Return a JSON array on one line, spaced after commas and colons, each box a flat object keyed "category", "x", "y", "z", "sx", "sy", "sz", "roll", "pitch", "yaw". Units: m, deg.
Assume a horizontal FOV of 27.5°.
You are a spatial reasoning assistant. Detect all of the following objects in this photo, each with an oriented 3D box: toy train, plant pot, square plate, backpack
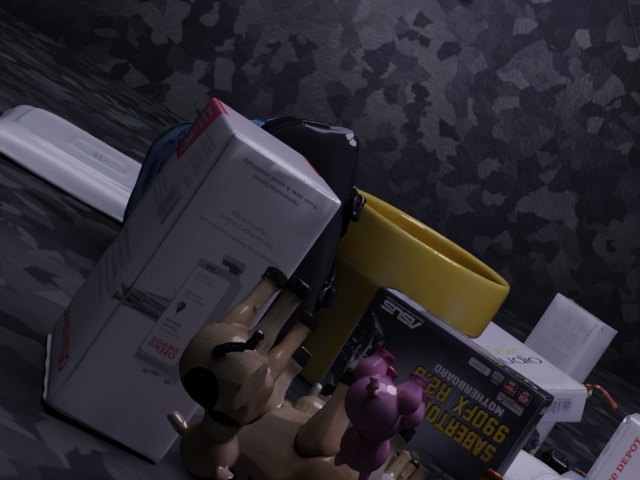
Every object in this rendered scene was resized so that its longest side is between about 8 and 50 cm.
[{"category": "toy train", "x": 0.410, "y": 0.374, "z": 2.023, "sx": 0.158, "sy": 0.027, "sz": 0.036, "roll": 33, "pitch": 11, "yaw": 15}, {"category": "plant pot", "x": 0.081, "y": 0.093, "z": 1.725, "sx": 0.254, "sy": 0.239, "sz": 0.254, "roll": 32, "pitch": 8, "yaw": -5}, {"category": "square plate", "x": -0.355, "y": -0.113, "z": 2.052, "sx": 0.344, "sy": 0.049, "sz": 0.347, "roll": 30, "pitch": 8, "yaw": -9}, {"category": "backpack", "x": -0.111, "y": -0.031, "z": 1.690, "sx": 0.273, "sy": 0.290, "sz": 0.355, "roll": 16, "pitch": 3, "yaw": -8}]

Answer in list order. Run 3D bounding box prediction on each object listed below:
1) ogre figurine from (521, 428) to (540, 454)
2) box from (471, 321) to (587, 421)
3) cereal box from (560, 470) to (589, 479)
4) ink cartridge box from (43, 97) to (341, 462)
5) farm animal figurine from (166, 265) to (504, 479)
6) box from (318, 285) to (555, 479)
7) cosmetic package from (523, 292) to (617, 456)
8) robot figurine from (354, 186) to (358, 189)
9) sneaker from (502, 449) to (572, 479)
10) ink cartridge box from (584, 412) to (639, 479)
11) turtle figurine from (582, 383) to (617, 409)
[{"category": "ogre figurine", "x": 0.262, "y": 0.264, "z": 1.929, "sx": 0.118, "sy": 0.096, "sz": 0.197, "roll": 14, "pitch": -9, "yaw": 3}, {"category": "box", "x": 0.201, "y": 0.176, "z": 1.907, "sx": 0.232, "sy": 0.058, "sz": 0.322, "roll": 3, "pitch": 16, "yaw": -26}, {"category": "cereal box", "x": 0.415, "y": 0.393, "z": 1.761, "sx": 0.240, "sy": 0.047, "sz": 0.173, "roll": 27, "pitch": 7, "yaw": 23}, {"category": "ink cartridge box", "x": -0.123, "y": 0.028, "z": 1.184, "sx": 0.117, "sy": 0.283, "sz": 0.207, "roll": 33, "pitch": 7, "yaw": -17}, {"category": "farm animal figurine", "x": -0.012, "y": 0.183, "z": 1.068, "sx": 0.330, "sy": 0.172, "sz": 0.327, "roll": 44, "pitch": -14, "yaw": -15}, {"category": "box", "x": 0.118, "y": 0.188, "z": 1.483, "sx": 0.231, "sy": 0.183, "sz": 0.056, "roll": 35, "pitch": 7, "yaw": 21}, {"category": "cosmetic package", "x": 0.350, "y": 0.210, "z": 2.033, "sx": 0.060, "sy": 0.239, "sz": 0.099, "roll": 26, "pitch": 10, "yaw": -47}, {"category": "robot figurine", "x": 0.000, "y": 0.000, "z": 2.144, "sx": 0.353, "sy": 0.200, "sz": 0.300, "roll": -104, "pitch": 175, "yaw": -80}, {"category": "sneaker", "x": 0.304, "y": 0.310, "z": 1.444, "sx": 0.114, "sy": 0.152, "sz": 0.305, "roll": -17, "pitch": 46, "yaw": -42}, {"category": "ink cartridge box", "x": 0.494, "y": 0.371, "z": 1.872, "sx": 0.218, "sy": 0.158, "sz": 0.092, "roll": 35, "pitch": 10, "yaw": 19}, {"category": "turtle figurine", "x": 0.409, "y": 0.272, "z": 2.454, "sx": 0.270, "sy": 0.087, "sz": 0.217, "roll": 16, "pitch": 8, "yaw": -34}]
